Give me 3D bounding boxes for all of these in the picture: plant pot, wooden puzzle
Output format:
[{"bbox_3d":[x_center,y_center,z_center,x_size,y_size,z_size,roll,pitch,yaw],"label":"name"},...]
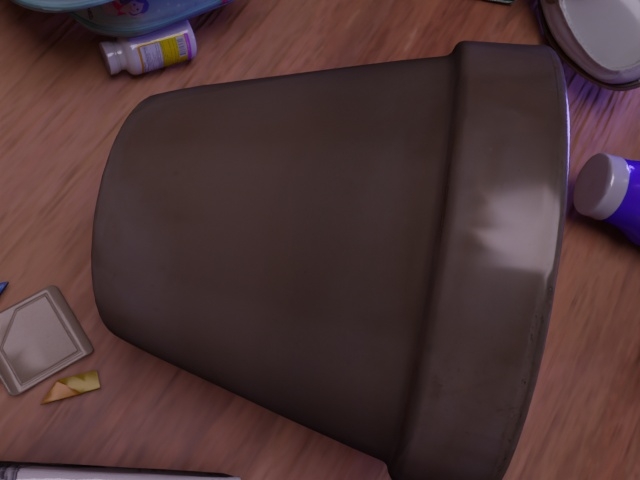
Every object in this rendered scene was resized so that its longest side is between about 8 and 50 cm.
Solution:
[{"bbox_3d":[0.000,0.000,0.513,0.280,0.323,0.323,10,70,5],"label":"plant pot"},{"bbox_3d":[-0.234,0.082,0.559,0.078,0.014,0.116,-22,81,-24],"label":"wooden puzzle"}]

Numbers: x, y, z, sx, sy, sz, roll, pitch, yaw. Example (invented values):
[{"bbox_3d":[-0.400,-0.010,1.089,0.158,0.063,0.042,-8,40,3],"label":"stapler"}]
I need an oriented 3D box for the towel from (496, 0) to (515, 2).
[{"bbox_3d":[0.113,-0.445,0.801,0.248,0.038,0.325,6,72,-14],"label":"towel"}]

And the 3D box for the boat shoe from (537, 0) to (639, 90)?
[{"bbox_3d":[0.285,-0.308,0.750,0.113,0.103,0.302,-22,71,13],"label":"boat shoe"}]

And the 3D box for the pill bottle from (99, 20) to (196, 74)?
[{"bbox_3d":[-0.162,-0.182,0.642,0.083,0.043,0.043,-22,80,-20],"label":"pill bottle"}]

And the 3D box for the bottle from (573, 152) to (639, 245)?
[{"bbox_3d":[0.409,-0.024,0.717,0.283,0.092,0.118,15,87,-10],"label":"bottle"}]

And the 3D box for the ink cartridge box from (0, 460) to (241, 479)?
[{"bbox_3d":[-0.202,0.254,0.459,0.273,0.115,0.198,7,72,-13],"label":"ink cartridge box"}]

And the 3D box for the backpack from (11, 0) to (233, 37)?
[{"bbox_3d":[-0.183,-0.294,0.581,0.253,0.191,0.225,-30,61,-28],"label":"backpack"}]
